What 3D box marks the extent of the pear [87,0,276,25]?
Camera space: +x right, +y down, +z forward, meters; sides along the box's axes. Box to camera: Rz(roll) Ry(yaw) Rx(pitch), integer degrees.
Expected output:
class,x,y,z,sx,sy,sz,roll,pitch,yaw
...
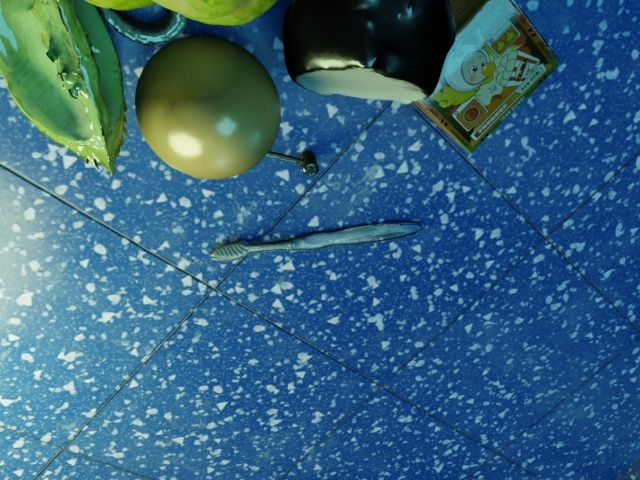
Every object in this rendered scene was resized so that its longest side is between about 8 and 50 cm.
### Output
class,x,y,z,sx,sy,sz,roll,pitch,yaw
pear,-0.151,-0.415,0.648,0.392,0.391,0.390,-8,123,-12

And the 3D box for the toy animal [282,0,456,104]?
class,x,y,z,sx,sy,sz,roll,pitch,yaw
toy animal,0.081,-0.354,0.814,0.251,0.251,0.309,6,92,-20

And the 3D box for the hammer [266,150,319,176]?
class,x,y,z,sx,sy,sz,roll,pitch,yaw
hammer,-0.143,-0.158,1.006,0.293,0.058,0.029,12,116,-16

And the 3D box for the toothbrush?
class,x,y,z,sx,sy,sz,roll,pitch,yaw
toothbrush,0.000,0.000,1.148,0.414,0.042,0.035,-7,86,-13

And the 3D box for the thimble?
class,x,y,z,sx,sy,sz,roll,pitch,yaw
thimble,-0.243,-0.325,0.837,0.115,0.090,0.102,-7,122,-14

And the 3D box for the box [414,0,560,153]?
class,x,y,z,sx,sy,sz,roll,pitch,yaw
box,0.233,-0.280,0.972,0.178,0.148,0.195,36,105,-30

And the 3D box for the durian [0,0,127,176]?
class,x,y,z,sx,sy,sz,roll,pitch,yaw
durian,-0.364,-0.270,0.772,0.163,0.198,0.394,-15,122,-6

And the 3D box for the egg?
class,x,y,z,sx,sy,sz,roll,pitch,yaw
egg,-0.156,-0.185,0.866,0.201,0.244,0.200,-9,115,-21
